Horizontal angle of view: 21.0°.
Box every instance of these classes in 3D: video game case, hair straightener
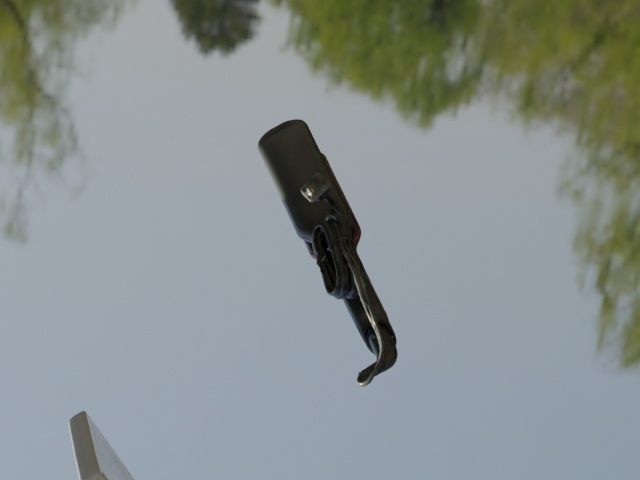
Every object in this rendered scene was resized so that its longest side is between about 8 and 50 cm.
[{"bbox_3d":[-0.127,0.198,1.210,0.019,0.143,0.157,-34,-165,-4],"label":"video game case"},{"bbox_3d":[0.000,0.000,1.143,0.047,0.089,0.230,-24,-132,7],"label":"hair straightener"}]
